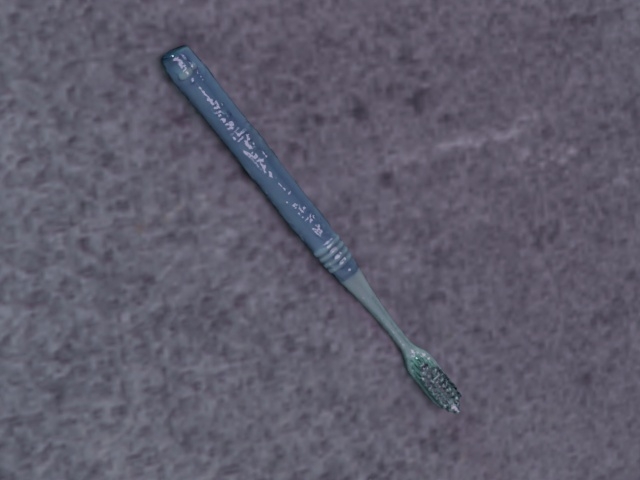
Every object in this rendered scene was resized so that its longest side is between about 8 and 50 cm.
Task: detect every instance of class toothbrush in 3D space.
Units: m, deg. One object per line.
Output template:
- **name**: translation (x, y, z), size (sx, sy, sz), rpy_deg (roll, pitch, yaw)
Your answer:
- **toothbrush**: translation (0.000, 0.000, 0.681), size (0.016, 0.019, 0.219), rpy_deg (-38, 109, -1)
